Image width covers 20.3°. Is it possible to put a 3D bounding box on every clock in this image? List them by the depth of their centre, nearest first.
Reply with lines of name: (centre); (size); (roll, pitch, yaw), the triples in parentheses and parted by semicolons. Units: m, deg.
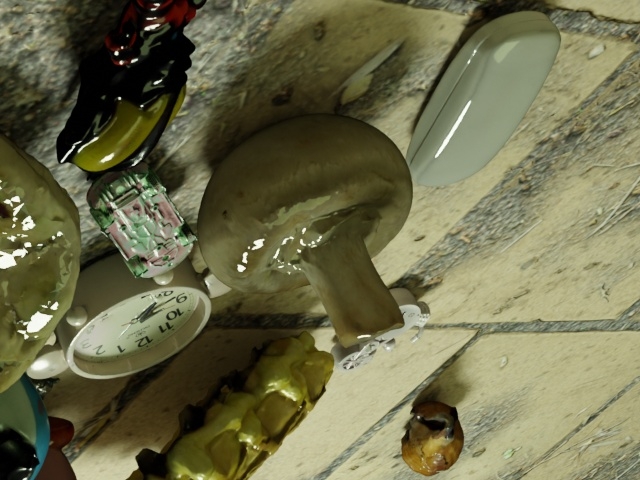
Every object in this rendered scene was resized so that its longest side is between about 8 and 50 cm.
clock: (-0.188, 0.067, 1.744); (0.229, 0.063, 0.155); (-28, 151, -5)
clock: (0.069, 0.107, 2.074); (0.087, 0.041, 0.129); (11, 131, -47)

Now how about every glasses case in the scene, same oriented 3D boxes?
glasses case: (0.151, -0.131, 1.693); (0.092, 0.059, 0.233); (-11, 150, -27)

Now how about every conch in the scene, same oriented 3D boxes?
conch: (0.157, 0.256, 2.377); (0.080, 0.086, 0.233); (-16, 154, -21)

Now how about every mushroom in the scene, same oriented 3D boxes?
mushroom: (0.000, 0.000, 1.621); (0.207, 0.215, 0.207); (-25, 162, -9)

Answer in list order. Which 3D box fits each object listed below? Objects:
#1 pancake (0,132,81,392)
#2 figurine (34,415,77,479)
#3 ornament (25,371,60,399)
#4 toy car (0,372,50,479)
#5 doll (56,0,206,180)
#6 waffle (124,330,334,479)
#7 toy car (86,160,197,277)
pancake: (-0.372, 0.053, 1.435); (0.387, 0.082, 0.387); (-17, 137, -17)
figurine: (-0.335, 0.279, 1.868); (0.173, 0.173, 0.173); (-21, 154, -11)
ornament: (-0.294, 0.140, 1.815); (0.073, 0.028, 0.125); (-1, 146, -41)
toy car: (-0.362, 0.197, 1.682); (0.255, 0.188, 0.190); (-42, 168, 14)
doll: (-0.141, -0.132, 1.391); (0.127, 0.088, 0.249); (-3, 141, -40)
waffle: (-0.135, 0.262, 1.975); (0.379, 0.095, 0.382); (-41, 170, -47)
toy car: (-0.163, -0.020, 1.612); (0.069, 0.055, 0.142); (-34, 144, -4)
